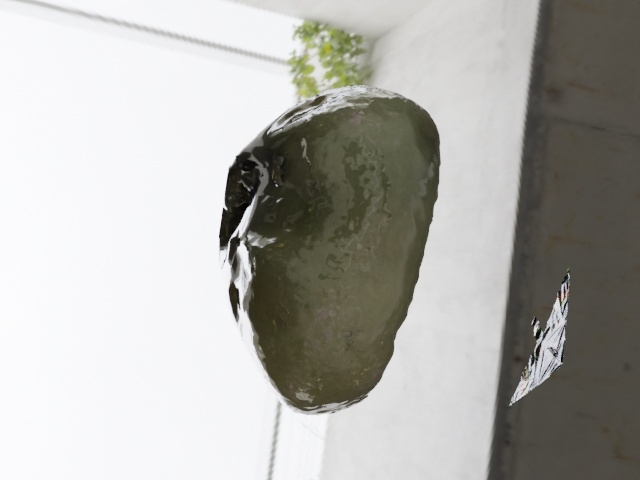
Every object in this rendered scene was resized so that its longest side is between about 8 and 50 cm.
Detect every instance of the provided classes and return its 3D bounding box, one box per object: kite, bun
[{"bbox_3d":[0.174,0.082,0.725,0.004,0.090,0.122,20,-74,-6],"label":"kite"},{"bbox_3d":[-0.001,0.004,0.744,0.168,0.273,0.273,13,-97,-5],"label":"bun"}]
